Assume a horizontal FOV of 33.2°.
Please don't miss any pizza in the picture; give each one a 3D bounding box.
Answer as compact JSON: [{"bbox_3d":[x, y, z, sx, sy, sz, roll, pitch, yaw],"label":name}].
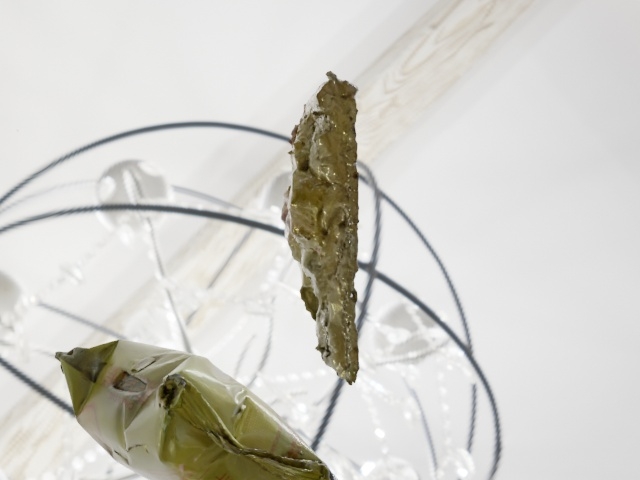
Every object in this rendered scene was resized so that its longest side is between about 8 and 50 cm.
[{"bbox_3d":[0.000,0.000,0.402,0.026,0.123,0.108,-4,-109,-6],"label":"pizza"}]

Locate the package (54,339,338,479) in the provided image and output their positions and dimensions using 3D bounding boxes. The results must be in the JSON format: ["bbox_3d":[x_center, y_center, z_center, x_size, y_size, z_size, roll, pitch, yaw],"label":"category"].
[{"bbox_3d":[-0.090,0.134,0.753,0.168,0.226,0.090,40,-107,-25],"label":"package"}]
